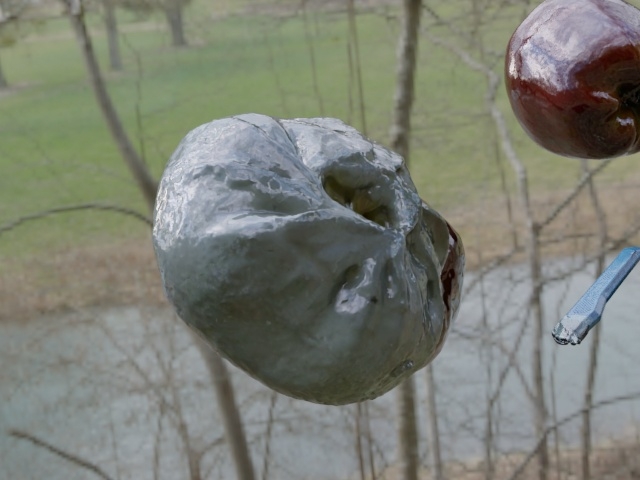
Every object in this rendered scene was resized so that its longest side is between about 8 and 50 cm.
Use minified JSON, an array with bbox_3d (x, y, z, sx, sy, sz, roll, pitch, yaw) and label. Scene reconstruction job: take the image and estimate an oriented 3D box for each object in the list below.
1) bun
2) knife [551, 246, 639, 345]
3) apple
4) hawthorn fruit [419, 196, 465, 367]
[{"bbox_3d":[0.000,-0.004,1.227,0.194,0.354,0.354,-44,-14,34],"label":"bun"},{"bbox_3d":[0.364,0.069,1.553,0.044,0.026,0.296,-2,21,35],"label":"knife"},{"bbox_3d":[0.462,-0.277,2.066,0.288,0.288,0.317,-9,25,-19],"label":"apple"},{"bbox_3d":[0.070,0.062,1.684,0.308,0.308,0.324,-12,23,-32],"label":"hawthorn fruit"}]
